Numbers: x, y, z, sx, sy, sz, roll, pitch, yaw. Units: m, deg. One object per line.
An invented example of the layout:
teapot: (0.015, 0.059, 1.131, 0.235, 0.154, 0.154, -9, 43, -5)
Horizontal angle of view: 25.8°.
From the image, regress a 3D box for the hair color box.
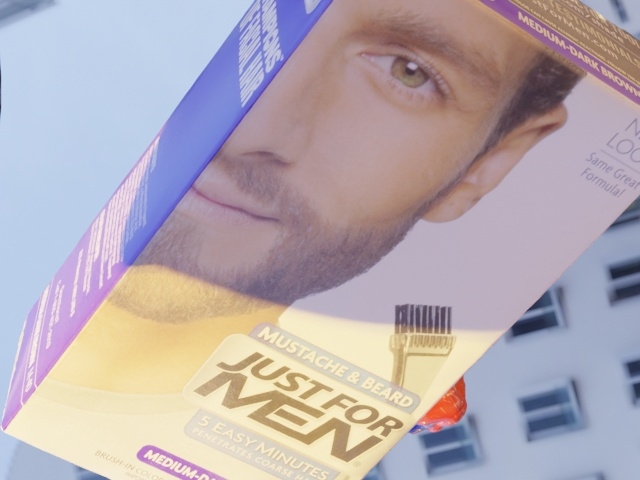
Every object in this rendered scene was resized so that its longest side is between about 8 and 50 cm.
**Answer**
hair color box: (0.000, 0.000, 0.723, 0.185, 0.339, 0.110, 29, -152, -21)

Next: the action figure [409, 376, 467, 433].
action figure: (0.007, 0.143, 1.103, 0.091, 0.280, 0.139, 55, 177, -27)
